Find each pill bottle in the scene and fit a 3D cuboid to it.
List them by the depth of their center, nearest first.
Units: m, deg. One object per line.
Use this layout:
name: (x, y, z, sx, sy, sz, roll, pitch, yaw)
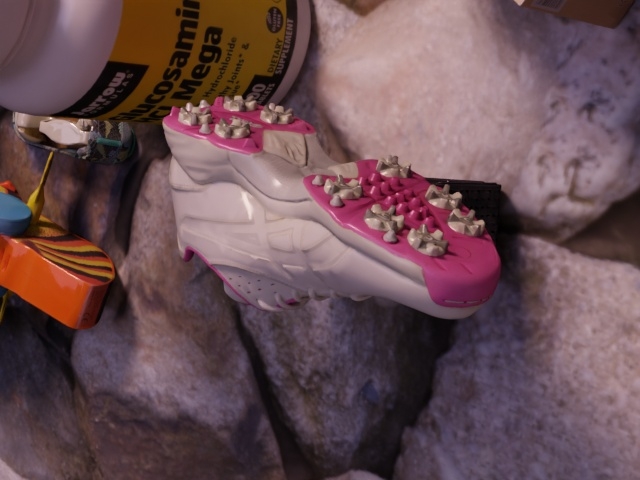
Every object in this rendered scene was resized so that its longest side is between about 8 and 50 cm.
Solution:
pill bottle: (-0.178, -0.192, 1.031, 0.188, 0.334, 0.188, 2, 93, 39)

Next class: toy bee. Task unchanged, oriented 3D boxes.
toy bee: (-0.328, -0.021, 1.296, 0.298, 0.162, 0.195, 45, 111, 1)

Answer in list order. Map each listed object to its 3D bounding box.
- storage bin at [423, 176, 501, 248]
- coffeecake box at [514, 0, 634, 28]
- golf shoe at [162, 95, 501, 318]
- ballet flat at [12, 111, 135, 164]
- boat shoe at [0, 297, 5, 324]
storage bin: (0.041, -0.011, 0.997, 0.180, 0.122, 0.084, 5, 95, 38)
coffeecake box: (0.135, -0.239, 0.903, 0.185, 0.142, 0.068, 48, 119, 27)
golf shoe: (0.000, 0.000, 0.895, 0.306, 0.115, 0.140, 31, 121, 40)
ballet flat: (-0.271, -0.121, 1.281, 0.188, 0.070, 0.070, 13, 99, 38)
boat shoe: (-0.420, 0.056, 1.403, 0.207, 0.073, 0.073, 43, 118, 37)
